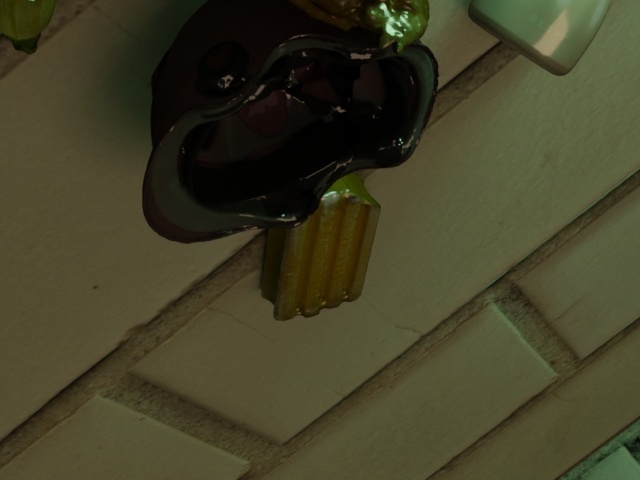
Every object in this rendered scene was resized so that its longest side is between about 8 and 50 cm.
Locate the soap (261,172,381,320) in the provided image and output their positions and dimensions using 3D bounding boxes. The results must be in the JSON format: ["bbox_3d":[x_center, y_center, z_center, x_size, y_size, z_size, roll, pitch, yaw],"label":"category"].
[{"bbox_3d":[0.000,0.000,1.441,0.140,0.073,0.232,-17,140,-25],"label":"soap"}]

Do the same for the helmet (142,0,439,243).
[{"bbox_3d":[-0.055,-0.159,1.116,0.338,0.197,0.271,-26,152,2],"label":"helmet"}]

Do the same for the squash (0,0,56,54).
[{"bbox_3d":[-0.270,-0.239,0.962,0.090,0.075,0.200,-41,154,-38],"label":"squash"}]

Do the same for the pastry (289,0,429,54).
[{"bbox_3d":[0.017,-0.304,0.956,0.132,0.240,0.235,-11,126,38],"label":"pastry"}]

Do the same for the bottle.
[{"bbox_3d":[0.296,-0.327,1.247,0.147,0.147,0.236,16,114,-46],"label":"bottle"}]
